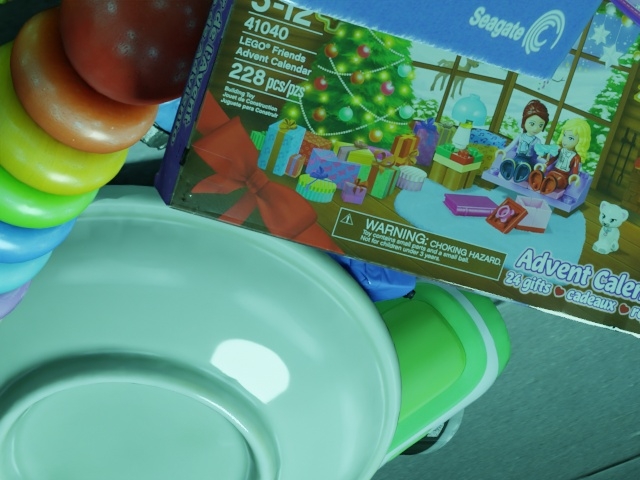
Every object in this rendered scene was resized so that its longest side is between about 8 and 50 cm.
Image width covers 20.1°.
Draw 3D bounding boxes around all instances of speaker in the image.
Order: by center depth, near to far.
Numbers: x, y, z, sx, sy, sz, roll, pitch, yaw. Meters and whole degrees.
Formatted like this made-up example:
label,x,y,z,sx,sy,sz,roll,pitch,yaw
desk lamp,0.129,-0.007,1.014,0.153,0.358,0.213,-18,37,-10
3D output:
label,x,y,z,sx,sy,sz,roll,pitch,yaw
speaker,0.025,0.142,1.593,0.296,0.131,0.131,-32,169,-26

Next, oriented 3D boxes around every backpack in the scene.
label,x,y,z,sx,sy,sz,roll,pitch,yaw
backpack,0.000,0.000,1.369,0.101,0.098,0.120,16,158,-40

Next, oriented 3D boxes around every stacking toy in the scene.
label,x,y,z,sx,sy,sz,roll,pitch,yaw
stacking toy,-0.163,-0.058,1.034,0.141,0.141,0.330,4,150,-43

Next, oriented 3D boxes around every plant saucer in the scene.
label,x,y,z,sx,sy,sz,roll,pitch,yaw
plant saucer,-0.139,0.140,1.349,0.400,0.100,0.400,1,131,2

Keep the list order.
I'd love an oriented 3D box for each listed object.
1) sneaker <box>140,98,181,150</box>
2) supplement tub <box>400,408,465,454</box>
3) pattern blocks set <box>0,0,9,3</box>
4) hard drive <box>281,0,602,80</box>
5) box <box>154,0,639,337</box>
label,x,y,z,sx,sy,sz,roll,pitch,yaw
sneaker,-0.071,-0.090,1.111,0.152,0.058,0.084,11,143,-43
supplement tub,0.046,0.155,1.789,0.117,0.117,0.190,-29,156,35
pattern blocks set,-0.225,-0.164,0.849,0.325,0.026,0.285,-28,157,31
hard drive,0.113,-0.216,0.685,0.210,0.040,0.319,7,120,-54
box,0.082,-0.077,0.934,0.293,0.201,0.057,15,-170,-17
